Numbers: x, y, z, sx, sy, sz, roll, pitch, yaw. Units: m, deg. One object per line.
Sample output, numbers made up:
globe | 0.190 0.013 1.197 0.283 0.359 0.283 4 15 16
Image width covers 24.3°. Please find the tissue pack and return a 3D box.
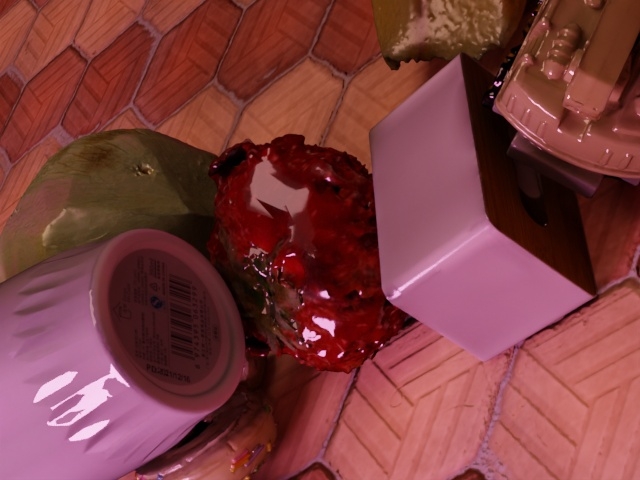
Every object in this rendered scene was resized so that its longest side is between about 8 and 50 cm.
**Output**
tissue pack | 0.152 -0.032 1.452 0.136 0.159 0.246 -38 37 30

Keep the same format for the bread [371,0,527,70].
bread | 0.191 -0.363 1.768 0.233 0.245 0.361 -10 78 47

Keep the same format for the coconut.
coconut | -0.237 0.002 1.833 0.329 0.281 0.328 -24 7 3

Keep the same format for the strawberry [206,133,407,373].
strawberry | 0.000 0.000 1.586 0.220 0.274 0.274 -30 18 -32

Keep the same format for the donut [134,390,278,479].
donut | -0.120 0.231 1.617 0.175 0.068 0.174 -31 11 7

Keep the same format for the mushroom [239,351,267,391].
mushroom | -0.128 0.154 1.764 0.202 0.054 0.059 -18 42 52

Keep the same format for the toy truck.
toy truck | 0.306 -0.243 1.343 0.405 0.181 0.254 -60 -4 -8

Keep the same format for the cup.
cup | -0.276 0.145 1.587 0.372 0.253 0.253 -30 40 37
